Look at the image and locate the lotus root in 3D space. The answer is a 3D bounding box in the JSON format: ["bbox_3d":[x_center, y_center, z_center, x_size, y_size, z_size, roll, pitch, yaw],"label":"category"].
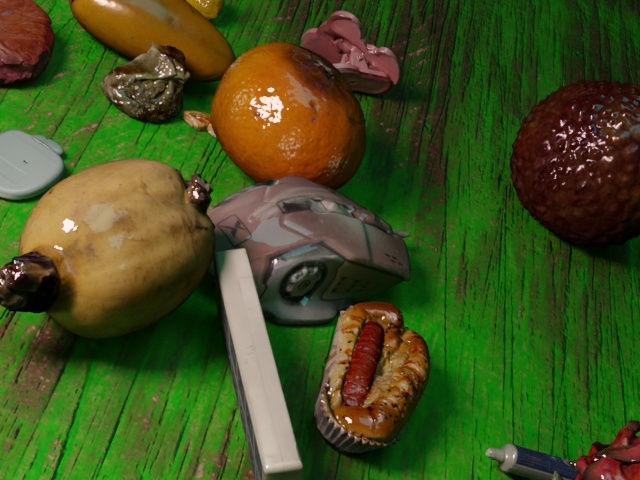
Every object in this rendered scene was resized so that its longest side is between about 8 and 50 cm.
[{"bbox_3d":[-0.234,0.016,1.645,0.182,0.183,0.310,39,32,13],"label":"lotus root"}]

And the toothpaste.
[{"bbox_3d":[0.279,0.275,1.842,0.197,0.035,0.057,19,38,-24],"label":"toothpaste"}]

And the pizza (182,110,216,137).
[{"bbox_3d":[-0.151,-0.158,2.113,0.083,0.016,0.037,23,38,-15],"label":"pizza"}]

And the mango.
[{"bbox_3d":[-0.229,-0.300,2.155,0.253,0.113,0.138,27,22,-11],"label":"mango"}]

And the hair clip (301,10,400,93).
[{"bbox_3d":[0.052,-0.284,2.381,0.138,0.123,0.102,4,69,-29],"label":"hair clip"}]

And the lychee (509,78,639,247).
[{"bbox_3d":[0.415,-0.120,2.312,0.260,0.261,0.261,22,32,-15],"label":"lychee"}]

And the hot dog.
[{"bbox_3d":[0.059,0.159,1.788,0.131,0.069,0.253,30,32,-2],"label":"hot dog"}]

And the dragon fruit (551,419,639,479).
[{"bbox_3d":[0.396,0.298,1.693,0.234,0.293,0.234,-18,90,-80],"label":"dragon fruit"}]

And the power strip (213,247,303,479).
[{"bbox_3d":[-0.070,0.148,1.658,0.043,0.106,0.367,-8,41,-9],"label":"power strip"}]

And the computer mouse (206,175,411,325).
[{"bbox_3d":[0.002,-0.004,1.933,0.389,0.115,0.199,-7,50,-44],"label":"computer mouse"}]

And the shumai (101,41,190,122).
[{"bbox_3d":[-0.224,-0.218,2.068,0.099,0.087,0.123,46,36,21],"label":"shumai"}]

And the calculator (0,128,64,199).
[{"bbox_3d":[-0.356,-0.093,1.841,0.095,0.021,0.153,34,35,5],"label":"calculator"}]

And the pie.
[{"bbox_3d":[-0.443,-0.279,2.003,0.204,0.054,0.219,23,32,-12],"label":"pie"}]

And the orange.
[{"bbox_3d":[-0.036,-0.162,2.060,0.224,0.170,0.224,27,27,-15],"label":"orange"}]

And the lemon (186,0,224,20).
[{"bbox_3d":[-0.178,-0.366,2.340,0.062,0.062,0.083,-10,57,-47],"label":"lemon"}]
